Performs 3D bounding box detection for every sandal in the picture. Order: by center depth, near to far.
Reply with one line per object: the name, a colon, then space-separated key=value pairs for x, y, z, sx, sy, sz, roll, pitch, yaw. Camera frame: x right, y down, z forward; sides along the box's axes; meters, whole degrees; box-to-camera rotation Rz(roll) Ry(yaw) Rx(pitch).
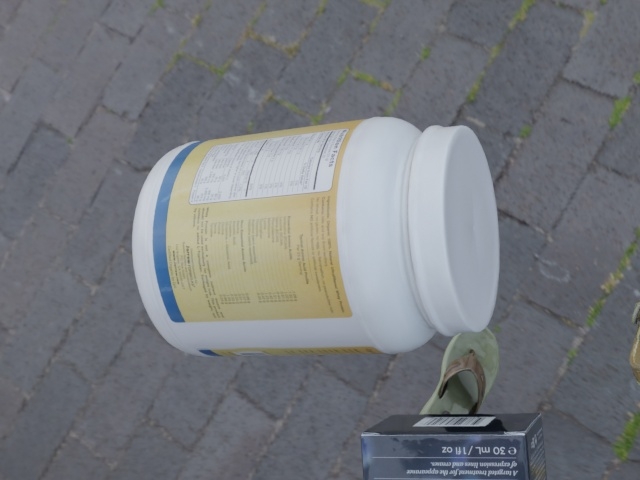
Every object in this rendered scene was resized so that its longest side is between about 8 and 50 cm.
sandal: x=0.286 y=0.301 z=1.835 sx=0.120 sy=0.086 sz=0.303 roll=29 pitch=63 yaw=-1

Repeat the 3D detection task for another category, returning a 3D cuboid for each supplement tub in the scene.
supplement tub: x=0.000 y=0.000 z=0.575 sx=0.199 sy=0.144 sz=0.144 roll=-4 pitch=73 yaw=24

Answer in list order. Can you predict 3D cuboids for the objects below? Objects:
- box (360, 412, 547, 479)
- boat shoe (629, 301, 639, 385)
box: x=0.251 y=0.520 z=1.632 sx=0.293 sy=0.212 sz=0.395 roll=-6 pitch=88 yaw=21
boat shoe: x=0.213 y=0.015 z=0.538 sx=0.048 sy=0.056 sz=0.153 roll=32 pitch=78 yaw=-8
